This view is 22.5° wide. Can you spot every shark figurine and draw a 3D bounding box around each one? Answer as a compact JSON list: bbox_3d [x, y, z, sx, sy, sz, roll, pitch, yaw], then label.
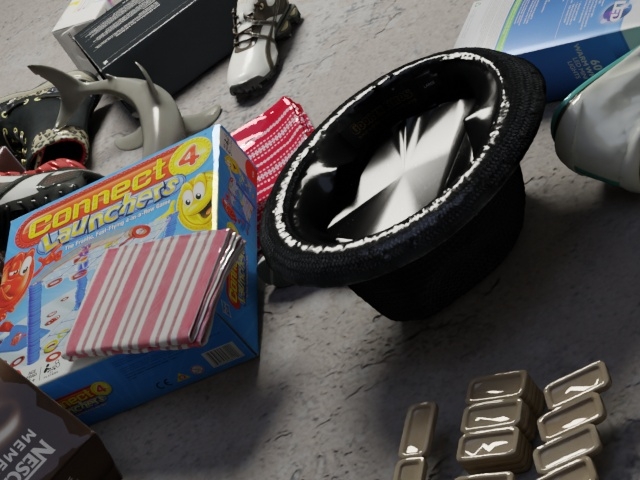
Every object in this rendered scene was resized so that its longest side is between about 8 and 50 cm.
[{"bbox_3d":[-0.253,-0.195,2.145,0.166,0.116,0.278,-40,50,-19],"label":"shark figurine"}]

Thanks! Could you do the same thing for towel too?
[{"bbox_3d":[-0.176,0.060,1.679,0.197,0.029,0.144,-9,47,36],"label":"towel"},{"bbox_3d":[-0.081,-0.064,1.931,0.199,0.031,0.275,-33,31,4],"label":"towel"}]

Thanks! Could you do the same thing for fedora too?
[{"bbox_3d":[0.105,-0.038,1.597,0.334,0.152,0.334,-25,33,17],"label":"fedora"}]

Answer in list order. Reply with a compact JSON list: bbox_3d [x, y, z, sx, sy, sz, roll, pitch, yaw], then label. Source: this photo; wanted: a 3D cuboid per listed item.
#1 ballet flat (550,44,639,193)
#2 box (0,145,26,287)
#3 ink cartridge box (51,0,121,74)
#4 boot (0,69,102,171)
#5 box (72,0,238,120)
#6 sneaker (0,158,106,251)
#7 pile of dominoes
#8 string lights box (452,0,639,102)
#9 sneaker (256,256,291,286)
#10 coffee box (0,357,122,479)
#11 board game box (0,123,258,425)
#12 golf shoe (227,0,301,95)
[{"bbox_3d":[0.403,-0.190,1.572,0.400,0.139,0.139,-43,32,-5],"label":"ballet flat"},{"bbox_3d":[-0.511,0.063,2.065,0.191,0.143,0.381,-12,36,33],"label":"box"},{"bbox_3d":[-0.336,-0.328,2.476,0.090,0.092,0.143,-12,39,32],"label":"ink cartridge box"},{"bbox_3d":[-0.422,-0.139,2.307,0.236,0.085,0.179,-25,34,14],"label":"boot"},{"bbox_3d":[-0.207,-0.309,2.318,0.261,0.103,0.184,-37,28,-4],"label":"box"},{"bbox_3d":[-0.357,-0.036,2.015,0.135,0.098,0.276,13,21,35],"label":"sneaker"},{"bbox_3d":[0.148,0.221,1.337,0.196,0.040,0.251,-13,46,31],"label":"pile of dominoes"},{"bbox_3d":[0.276,-0.225,1.764,0.259,0.077,0.133,-9,40,36],"label":"string lights box"},{"bbox_3d":[0.000,0.000,1.744,0.152,0.054,0.061,-17,33,28],"label":"sneaker"},{"bbox_3d":[-0.369,0.197,1.635,0.297,0.119,0.168,33,69,24],"label":"coffee box"},{"bbox_3d":[-0.220,0.050,1.817,0.308,0.086,0.302,-24,41,19],"label":"board game box"},{"bbox_3d":[-0.096,-0.277,2.178,0.077,0.094,0.198,-14,38,29],"label":"golf shoe"}]
